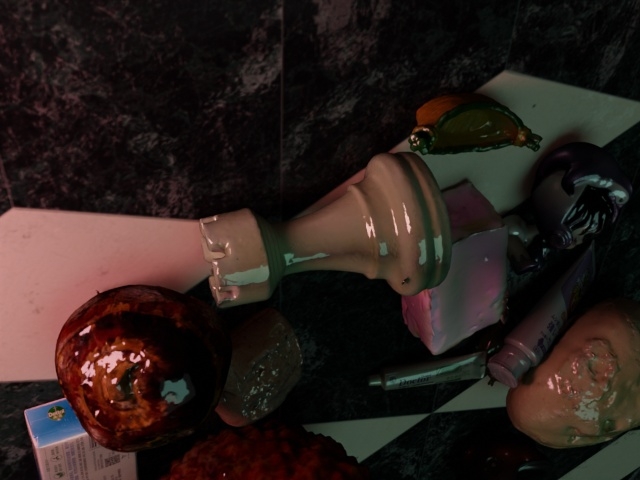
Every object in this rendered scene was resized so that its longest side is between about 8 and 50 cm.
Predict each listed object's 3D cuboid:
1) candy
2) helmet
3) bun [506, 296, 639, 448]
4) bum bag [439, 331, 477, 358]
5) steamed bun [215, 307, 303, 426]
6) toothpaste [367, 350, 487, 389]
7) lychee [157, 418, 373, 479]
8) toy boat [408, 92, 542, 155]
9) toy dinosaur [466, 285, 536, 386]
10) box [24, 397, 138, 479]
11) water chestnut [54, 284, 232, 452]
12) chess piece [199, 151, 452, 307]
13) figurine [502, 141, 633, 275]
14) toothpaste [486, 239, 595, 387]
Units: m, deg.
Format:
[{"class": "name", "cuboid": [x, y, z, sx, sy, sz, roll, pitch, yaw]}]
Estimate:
[{"class": "candy", "cuboid": [0.202, 0.050, 1.464, 0.156, 0.115, 0.265, -25, 142, -9]}, {"class": "helmet", "cuboid": [0.391, 0.511, 2.031, 0.216, 0.193, 0.189, -36, 145, 10]}, {"class": "bun", "cuboid": [0.511, 0.269, 1.791, 0.362, 0.234, 0.326, -19, 159, -49]}, {"class": "bum bag", "cuboid": [0.231, 0.168, 1.658, 0.087, 0.049, 0.197, -40, 151, 2]}, {"class": "steamed bun", "cuboid": [-0.095, 0.189, 1.396, 0.145, 0.106, 0.175, -32, 146, -28]}, {"class": "toothpaste", "cuboid": [0.190, 0.234, 1.682, 0.218, 0.041, 0.064, -7, 122, -8]}, {"class": "lychee", "cuboid": [-0.081, 0.487, 1.521, 0.500, 0.425, 0.424, -51, 166, -52]}, {"class": "toy boat", "cuboid": [0.197, -0.146, 1.273, 0.230, 0.088, 0.089, -4, 134, -33]}, {"class": "toy dinosaur", "cuboid": [0.330, 0.178, 1.776, 0.187, 0.087, 0.178, 70, 41, -66]}, {"class": "box", "cuboid": [-0.345, 0.309, 1.388, 0.139, 0.073, 0.194, -16, 139, -22]}, {"class": "water chestnut", "cuboid": [-0.223, 0.158, 1.226, 0.224, 0.238, 0.223, 0, 116, 0]}, {"class": "chess piece", "cuboid": [0.000, 0.000, 1.231, 0.299, 0.194, 0.194, -12, 138, -12]}, {"class": "figurine", "cuboid": [0.375, -0.056, 1.483, 0.145, 0.145, 0.222, 15, 132, -44]}, {"class": "toothpaste", "cuboid": [0.412, 0.133, 1.698, 0.299, 0.073, 0.114, -47, 142, -18]}]
